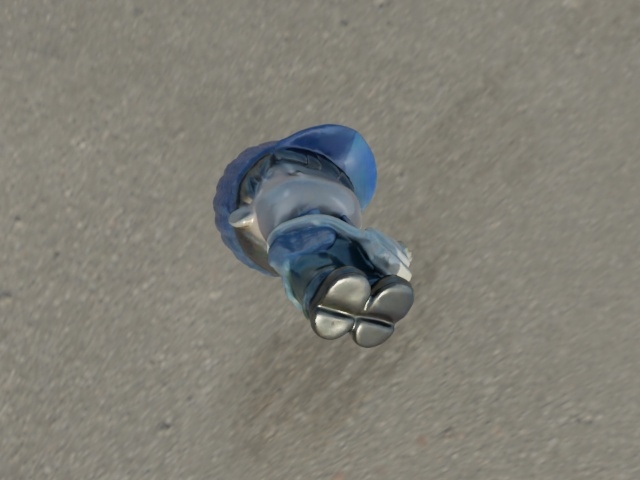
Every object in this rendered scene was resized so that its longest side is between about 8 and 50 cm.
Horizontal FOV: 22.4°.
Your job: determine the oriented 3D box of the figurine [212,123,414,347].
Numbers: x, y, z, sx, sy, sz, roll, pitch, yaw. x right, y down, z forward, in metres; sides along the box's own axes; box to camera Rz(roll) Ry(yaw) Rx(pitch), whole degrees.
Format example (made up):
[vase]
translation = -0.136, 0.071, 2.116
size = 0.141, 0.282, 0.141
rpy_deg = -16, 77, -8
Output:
[figurine]
translation = 0.000, 0.000, 0.823
size = 0.086, 0.087, 0.149
rpy_deg = 8, 30, -27
